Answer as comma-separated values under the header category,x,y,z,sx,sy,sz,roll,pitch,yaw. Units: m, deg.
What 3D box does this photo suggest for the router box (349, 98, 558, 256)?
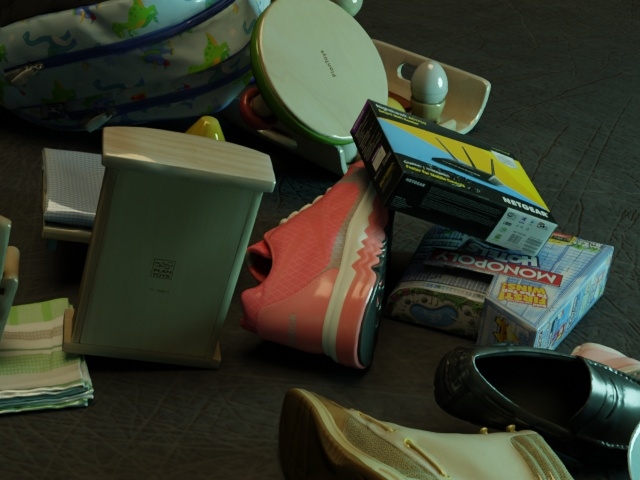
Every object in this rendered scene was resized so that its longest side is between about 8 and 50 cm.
category,x,y,z,sx,sy,sz,roll,pitch,yaw
router box,0.126,-0.061,1.106,0.179,0.046,0.133,17,30,-26

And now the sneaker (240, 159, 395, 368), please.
category,x,y,z,sx,sy,sz,roll,pitch,yaw
sneaker,0.000,0.000,1.107,0.136,0.116,0.314,7,29,6

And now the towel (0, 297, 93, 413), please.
category,x,y,z,sx,sy,sz,roll,pitch,yaw
towel,-0.260,0.095,0.984,0.113,0.023,0.152,-4,30,-17

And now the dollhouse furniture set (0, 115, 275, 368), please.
category,x,y,z,sx,sy,sz,roll,pitch,yaw
dollhouse furniture set,-0.195,-0.067,1.041,0.286,0.198,0.303,9,32,-17

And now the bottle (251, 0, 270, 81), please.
category,x,y,z,sx,sy,sz,roll,pitch,yaw
bottle,-0.123,-0.357,1.561,0.118,0.283,0.092,2,29,-9

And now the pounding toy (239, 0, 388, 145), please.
category,x,y,z,sx,sy,sz,roll,pitch,yaw
pounding toy,-0.028,-0.203,1.334,0.183,0.110,0.237,10,64,-36

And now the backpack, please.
category,x,y,z,sx,sy,sz,roll,pitch,yaw
backpack,-0.242,-0.263,1.404,0.355,0.273,0.290,-19,21,32

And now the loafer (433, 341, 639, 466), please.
category,x,y,z,sx,sy,sz,roll,pitch,yaw
loafer,0.200,0.129,0.903,0.223,0.078,0.076,15,67,-12

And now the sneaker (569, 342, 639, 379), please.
category,x,y,z,sx,sy,sz,roll,pitch,yaw
sneaker,0.215,0.124,0.990,0.134,0.051,0.070,-8,17,-9

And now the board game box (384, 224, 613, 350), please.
category,x,y,z,sx,sy,sz,roll,pitch,yaw
board game box,0.169,0.049,1.102,0.194,0.060,0.194,13,29,14

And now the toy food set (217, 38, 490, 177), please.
category,x,y,z,sx,sy,sz,roll,pitch,yaw
toy food set,0.043,-0.185,1.471,0.219,0.092,0.306,27,36,34

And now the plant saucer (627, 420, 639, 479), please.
category,x,y,z,sx,sy,sz,roll,pitch,yaw
plant saucer,0.316,0.200,0.854,0.195,0.037,0.195,9,37,-7

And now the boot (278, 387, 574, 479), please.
category,x,y,z,sx,sy,sz,roll,pitch,yaw
boot,0.074,0.165,0.858,0.165,0.077,0.213,-1,14,-27
